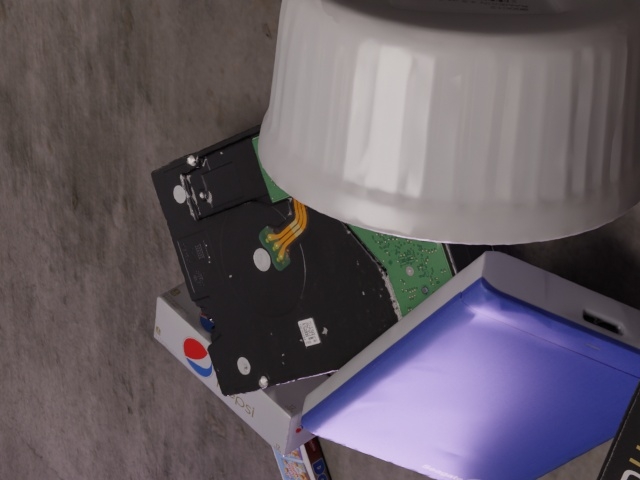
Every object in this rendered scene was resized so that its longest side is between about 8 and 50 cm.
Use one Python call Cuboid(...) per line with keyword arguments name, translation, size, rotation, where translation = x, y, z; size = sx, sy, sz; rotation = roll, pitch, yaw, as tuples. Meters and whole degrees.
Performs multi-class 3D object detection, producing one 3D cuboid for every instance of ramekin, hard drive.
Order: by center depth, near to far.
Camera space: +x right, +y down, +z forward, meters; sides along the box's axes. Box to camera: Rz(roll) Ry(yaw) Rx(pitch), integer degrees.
Cuboid(name="ramekin", translation=(0.097, -0.118, 1.033), size=(0.277, 0.277, 0.135), rotation=(27, 125, 38))
Cuboid(name="hard drive", translation=(0.144, 0.123, 1.230), size=(0.210, 0.040, 0.319), rotation=(22, 147, -16))
Cuboid(name="hard drive", translation=(0.000, 0.000, 1.344), size=(0.339, 0.064, 0.236), rotation=(-19, 89, 46))

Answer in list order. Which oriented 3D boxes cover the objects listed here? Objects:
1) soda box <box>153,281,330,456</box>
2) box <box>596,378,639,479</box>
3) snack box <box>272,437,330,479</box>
Cuboid(name="soda box", translation=(-0.082, 0.128, 1.589), size=(0.216, 0.074, 0.069), rotation=(39, 140, 28))
Cuboid(name="box", translation=(0.355, 0.195, 1.044), size=(0.307, 0.076, 0.242), rotation=(31, 136, 19))
Cuboid(name="snack box", translation=(-0.012, 0.277, 1.651), size=(0.064, 0.022, 0.178), rotation=(4, 117, 51))
